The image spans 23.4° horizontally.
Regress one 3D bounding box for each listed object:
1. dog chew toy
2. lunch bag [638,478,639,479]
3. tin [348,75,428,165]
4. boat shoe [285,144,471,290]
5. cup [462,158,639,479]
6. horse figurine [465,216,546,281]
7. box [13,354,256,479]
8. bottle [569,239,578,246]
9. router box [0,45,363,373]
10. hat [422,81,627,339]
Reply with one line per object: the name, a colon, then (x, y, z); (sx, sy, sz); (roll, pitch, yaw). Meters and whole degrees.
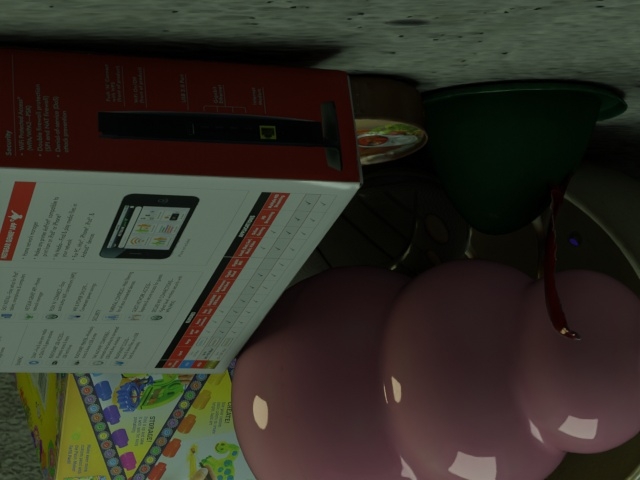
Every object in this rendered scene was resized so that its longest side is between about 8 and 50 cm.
dog chew toy: (0.099, 0.106, 1.141); (0.332, 0.206, 0.206); (-13, 170, 31)
lunch bag: (0.374, 0.117, 1.692); (0.328, 0.239, 0.385); (-35, -146, -20)
tin: (-0.021, -0.080, 1.055); (0.189, 0.040, 0.106); (-2, 170, -7)
boat shoe: (0.000, 0.000, 1.342); (0.355, 0.132, 0.130); (-14, -154, 40)
cup: (0.225, 0.056, 1.432); (0.331, 0.331, 0.237); (-7, -167, 41)
horse figurine: (0.136, 0.079, 1.312); (0.263, 0.174, 0.066); (-33, 170, 40)
box: (-0.155, 0.103, 1.565); (0.279, 0.177, 0.290); (0, -151, -22)
bottle: (0.365, 0.018, 2.012); (0.283, 0.092, 0.118); (-7, 178, 40)
router box: (-0.168, -0.005, 1.019); (0.301, 0.082, 0.335); (2, 155, -19)
hat: (0.139, -0.011, 1.127); (0.173, 0.183, 0.208); (-8, 172, 30)
